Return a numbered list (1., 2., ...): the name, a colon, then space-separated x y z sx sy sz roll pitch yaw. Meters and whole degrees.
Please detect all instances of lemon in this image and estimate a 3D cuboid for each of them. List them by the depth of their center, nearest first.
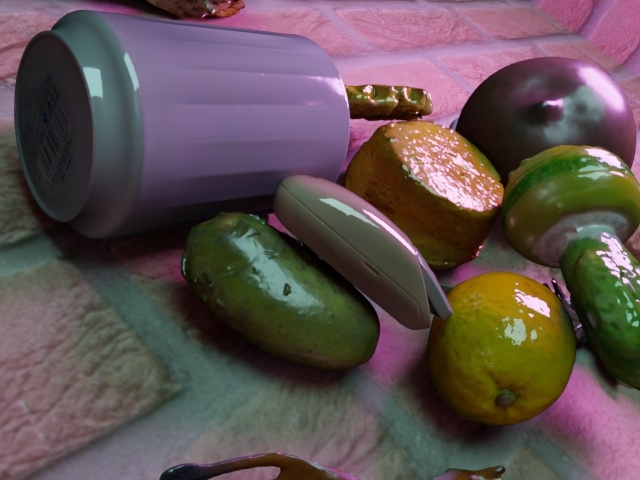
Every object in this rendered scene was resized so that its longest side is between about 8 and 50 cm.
1. lemon: 0.211 0.123 0.808 0.170 0.170 0.207 31 31 2

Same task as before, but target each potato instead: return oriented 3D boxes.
1. potato: -0.041 0.063 0.752 0.251 0.113 0.149 37 20 -12

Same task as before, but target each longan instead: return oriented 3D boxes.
1. longan: 0.372 -0.169 1.159 0.297 0.297 0.297 19 36 -15

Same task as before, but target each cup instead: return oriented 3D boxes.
1. cup: -0.186 -0.146 0.831 0.326 0.237 0.322 -11 22 -42

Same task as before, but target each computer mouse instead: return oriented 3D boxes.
1. computer mouse: 0.049 0.006 0.771 0.236 0.082 0.145 39 3 -8

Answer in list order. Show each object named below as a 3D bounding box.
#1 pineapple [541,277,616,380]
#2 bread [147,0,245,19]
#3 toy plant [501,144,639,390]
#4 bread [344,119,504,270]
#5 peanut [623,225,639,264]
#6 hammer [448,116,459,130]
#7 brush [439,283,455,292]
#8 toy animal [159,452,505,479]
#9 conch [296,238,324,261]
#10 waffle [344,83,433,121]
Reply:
1. pineapple: 0.470 0.130 1.016 0.309 0.141 0.170 7 64 -10
2. bread: -0.261 -0.523 1.258 0.314 0.191 0.370 37 40 3
3. toy plant: 0.354 0.044 0.875 0.224 0.184 0.316 46 29 -46
4. bread: 0.158 -0.071 1.029 0.268 0.146 0.268 20 39 -17
5. peanut: 0.572 0.007 1.233 0.313 0.149 0.149 12 39 -23
6. hammer: 0.331 -0.162 1.340 0.193 0.069 0.116 33 34 -9
7. brush: 0.194 0.074 0.982 0.083 0.016 0.013 12 50 -23
8. toy animal: 0.057 0.260 0.606 0.284 0.225 0.302 26 16 32
9. conch: -0.001 0.001 0.904 0.085 0.056 0.076 -32 86 -30
10. waffle: 0.044 -0.217 1.094 0.291 0.051 0.291 1 6 0
